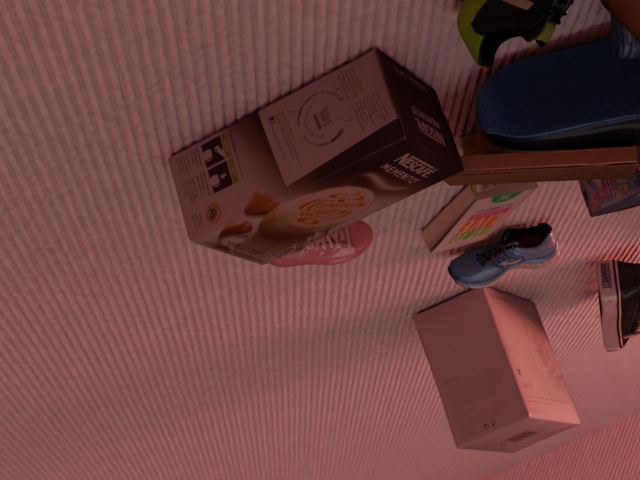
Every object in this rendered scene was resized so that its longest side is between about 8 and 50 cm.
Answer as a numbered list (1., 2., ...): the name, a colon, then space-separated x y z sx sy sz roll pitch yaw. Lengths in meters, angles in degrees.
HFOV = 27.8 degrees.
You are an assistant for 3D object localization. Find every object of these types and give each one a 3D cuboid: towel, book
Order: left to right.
1. book: 0.203 -0.037 1.654 0.096 0.035 0.144 -11 158 -26
2. towel: 0.336 -0.214 1.234 0.119 0.067 0.029 -13 -163 -9

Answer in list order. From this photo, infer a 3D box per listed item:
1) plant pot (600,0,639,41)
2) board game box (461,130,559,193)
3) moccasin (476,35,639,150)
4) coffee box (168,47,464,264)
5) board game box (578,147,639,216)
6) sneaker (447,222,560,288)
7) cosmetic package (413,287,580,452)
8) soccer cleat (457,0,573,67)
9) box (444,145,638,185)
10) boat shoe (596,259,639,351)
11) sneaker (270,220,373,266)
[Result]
1. plant pot: 0.373 -0.176 1.005 0.237 0.254 0.237 -14 142 -11
2. board game box: 0.292 -0.124 1.482 0.259 0.039 0.124 -16 161 5
3. moccasin: 0.330 -0.160 1.320 0.342 0.137 0.117 -3 169 7
4. coffee box: -0.005 -0.076 1.281 0.247 0.098 0.141 -26 158 23
5. board game box: 0.447 -0.099 1.572 0.194 0.060 0.194 -13 171 -20
6. sneaker: 0.252 0.012 1.799 0.162 0.063 0.073 -20 143 -3
7. cosmetic package: 0.285 0.209 2.077 0.138 0.224 0.224 -29 157 24
8. soccer cleat: 0.198 -0.213 1.117 0.179 0.072 0.060 -31 156 33
9. box: 0.228 -0.077 1.363 0.201 0.021 0.164 -3 178 10
10. boat shoe: 0.516 0.104 2.147 0.105 0.113 0.306 -6 153 12
11. sneaker: 0.000 0.000 1.553 0.134 0.051 0.070 -10 165 -5
